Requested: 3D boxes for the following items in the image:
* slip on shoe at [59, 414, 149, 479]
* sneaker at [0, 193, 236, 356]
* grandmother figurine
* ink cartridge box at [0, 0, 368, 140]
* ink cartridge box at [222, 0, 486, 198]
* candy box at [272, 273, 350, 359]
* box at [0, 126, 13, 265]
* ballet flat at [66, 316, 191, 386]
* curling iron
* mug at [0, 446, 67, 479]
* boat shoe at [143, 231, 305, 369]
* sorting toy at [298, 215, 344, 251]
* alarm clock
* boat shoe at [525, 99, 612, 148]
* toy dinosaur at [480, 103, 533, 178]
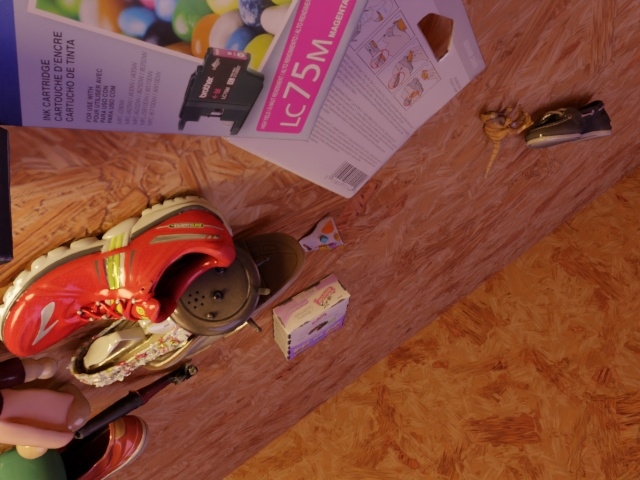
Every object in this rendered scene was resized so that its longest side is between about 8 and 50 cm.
[{"bbox_3d":[-0.489,0.452,0.925,0.331,0.123,0.101,-39,141,-3],"label":"slip on shoe"},{"bbox_3d":[-0.224,0.053,0.545,0.279,0.118,0.107,-33,156,-10],"label":"sneaker"},{"bbox_3d":[-0.422,0.211,0.587,0.208,0.104,0.342,-43,160,-9],"label":"grandmother figurine"},{"bbox_3d":[-0.119,-0.156,0.305,0.311,0.065,0.186,-2,141,-30],"label":"ink cartridge box"},{"bbox_3d":[0.048,-0.184,0.562,0.261,0.066,0.296,-44,156,16],"label":"ink cartridge box"},{"bbox_3d":[-0.024,0.182,1.123,0.165,0.070,0.196,-29,156,-19],"label":"candy box"},{"bbox_3d":[-0.295,-0.020,0.269,0.156,0.093,0.158,-15,168,27],"label":"box"},{"bbox_3d":[-0.249,0.129,0.677,0.241,0.091,0.077,-39,161,4],"label":"ballet flat"},{"bbox_3d":[-0.318,0.273,0.859,0.068,0.035,0.274,-38,171,26],"label":"curling iron"},{"bbox_3d":[-0.508,0.403,0.803,0.129,0.097,0.158,-34,146,0],"label":"mug"},{"bbox_3d":[-0.149,0.094,0.753,0.302,0.109,0.098,-37,165,5],"label":"boat shoe"},{"bbox_3d":[0.000,0.000,0.876,0.075,0.045,0.083,-20,158,7],"label":"sorting toy"},{"bbox_3d":[-0.164,0.060,0.640,0.192,0.129,0.064,7,167,-16],"label":"alarm clock"},{"bbox_3d":[0.578,-0.277,1.135,0.335,0.095,0.112,-13,-177,-37],"label":"boat shoe"},{"bbox_3d":[0.361,-0.218,0.969,0.112,0.064,0.211,-25,150,15],"label":"toy dinosaur"}]
